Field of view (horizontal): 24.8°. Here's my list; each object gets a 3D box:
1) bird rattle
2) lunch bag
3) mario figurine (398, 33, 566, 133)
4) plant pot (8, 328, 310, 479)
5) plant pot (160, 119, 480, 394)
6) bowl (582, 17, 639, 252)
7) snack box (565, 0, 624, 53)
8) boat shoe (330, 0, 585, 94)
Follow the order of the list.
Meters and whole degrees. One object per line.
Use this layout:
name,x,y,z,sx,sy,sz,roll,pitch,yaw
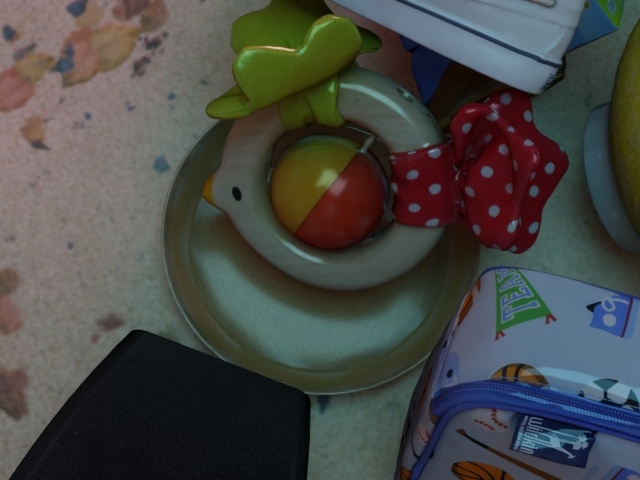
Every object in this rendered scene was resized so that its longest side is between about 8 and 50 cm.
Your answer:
bird rattle,0.032,-0.056,1.009,0.253,0.207,0.143,32,31,-12
lunch bag,0.180,0.132,0.925,0.243,0.303,0.115,17,65,0
mario figurine,0.076,-0.250,1.083,0.170,0.198,0.320,-30,83,1
plant pot,-0.099,0.172,0.962,0.187,0.188,0.167,21,61,1
plant pot,0.000,0.000,1.085,0.236,0.032,0.236,1,75,-5
bowl,0.284,-0.061,1.047,0.156,0.289,0.289,-15,72,35
snack box,0.159,-0.262,1.068,0.174,0.070,0.207,48,38,-26
boat shoe,0.051,-0.188,0.965,0.258,0.095,0.084,24,106,-7
